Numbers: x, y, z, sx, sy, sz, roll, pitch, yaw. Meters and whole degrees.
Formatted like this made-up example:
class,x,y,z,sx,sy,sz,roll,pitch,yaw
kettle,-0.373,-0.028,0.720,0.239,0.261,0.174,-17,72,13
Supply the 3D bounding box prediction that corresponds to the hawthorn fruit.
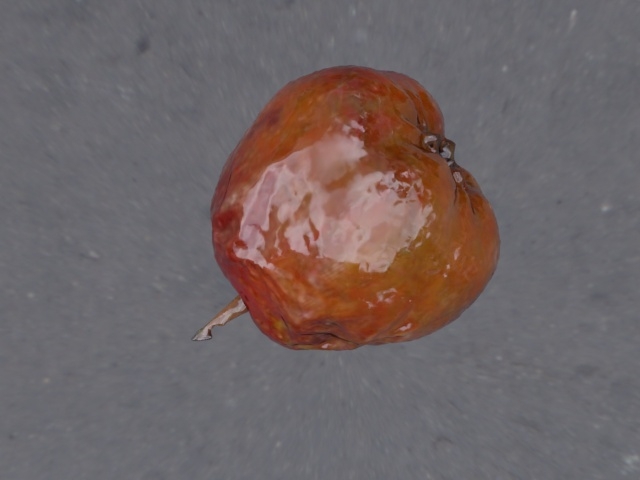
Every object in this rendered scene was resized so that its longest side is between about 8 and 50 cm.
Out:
class,x,y,z,sx,sy,sz,roll,pitch,yaw
hawthorn fruit,0.000,0.000,1.067,0.243,0.207,0.207,-36,87,16
